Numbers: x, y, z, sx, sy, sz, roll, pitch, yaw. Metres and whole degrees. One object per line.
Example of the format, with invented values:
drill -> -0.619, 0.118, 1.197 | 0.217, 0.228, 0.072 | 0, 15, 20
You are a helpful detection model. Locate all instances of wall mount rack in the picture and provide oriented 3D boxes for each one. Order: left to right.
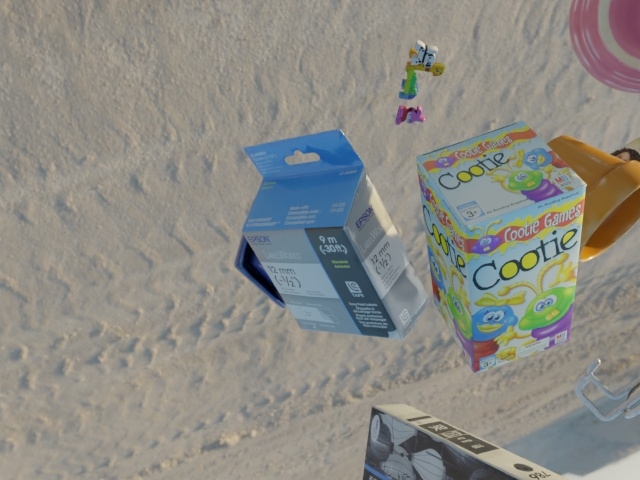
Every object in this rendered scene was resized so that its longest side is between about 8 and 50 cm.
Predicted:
wall mount rack -> 0.655, 0.214, 1.235 | 0.304, 0.130, 0.350 | -48, 158, 20

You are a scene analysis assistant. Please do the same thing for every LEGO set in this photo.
LEGO set -> 0.253, -0.395, 1.536 | 0.093, 0.087, 0.227 | 8, 137, -2

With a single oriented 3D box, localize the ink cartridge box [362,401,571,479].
ink cartridge box -> 0.180, 0.323, 0.734 | 0.065, 0.165, 0.333 | 5, -177, -40

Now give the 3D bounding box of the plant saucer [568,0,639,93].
plant saucer -> 0.709, -0.484, 1.331 | 0.332, 0.332, 0.084 | -31, -175, 13

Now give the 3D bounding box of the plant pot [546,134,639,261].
plant pot -> 0.496, -0.095, 1.190 | 0.205, 0.188, 0.205 | -29, 148, -20

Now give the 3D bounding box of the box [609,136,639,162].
box -> 0.704, -0.177, 1.353 | 0.232, 0.087, 0.058 | -33, 143, 21

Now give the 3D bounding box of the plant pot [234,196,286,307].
plant pot -> -0.050, 0.018, 1.421 | 0.212, 0.236, 0.236 | -7, 145, 29

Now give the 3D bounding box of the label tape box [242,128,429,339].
label tape box -> 0.000, 0.000, 1.055 | 0.249, 0.347, 0.115 | -1, -142, 45

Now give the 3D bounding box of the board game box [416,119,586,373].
board game box -> 0.224, 0.017, 0.792 | 0.144, 0.142, 0.275 | -19, 132, -3
